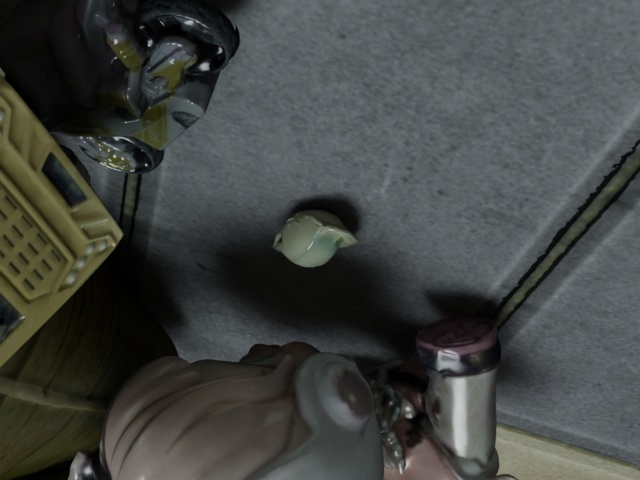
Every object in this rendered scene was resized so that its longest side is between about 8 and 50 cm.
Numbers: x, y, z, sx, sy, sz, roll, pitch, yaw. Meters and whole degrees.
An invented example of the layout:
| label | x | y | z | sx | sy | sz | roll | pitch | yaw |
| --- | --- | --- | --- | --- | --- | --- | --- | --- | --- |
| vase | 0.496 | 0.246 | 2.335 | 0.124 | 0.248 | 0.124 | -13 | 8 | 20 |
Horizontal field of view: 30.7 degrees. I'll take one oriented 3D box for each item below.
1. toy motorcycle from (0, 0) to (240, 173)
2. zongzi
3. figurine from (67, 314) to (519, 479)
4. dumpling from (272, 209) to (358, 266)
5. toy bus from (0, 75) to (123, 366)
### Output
| label | x | y | z | sx | sy | sz | roll | pitch | yaw |
| --- | --- | --- | --- | --- | --- | --- | --- | --- | --- |
| toy motorcycle | -0.150 | -0.115 | 0.763 | 0.152 | 0.073 | 0.225 | 24 | 152 | -15 |
| zongzi | -0.329 | 0.198 | 0.996 | 0.218 | 0.467 | 0.500 | 23 | 159 | 32 |
| figurine | -0.010 | 0.182 | 0.971 | 0.361 | 0.211 | 0.253 | -5 | 143 | -30 |
| dumpling | -0.001 | -0.001 | 0.923 | 0.059 | 0.043 | 0.077 | 13 | 139 | -31 |
| toy bus | -0.316 | -0.059 | 0.736 | 0.365 | 0.202 | 0.177 | 25 | 158 | 33 |
